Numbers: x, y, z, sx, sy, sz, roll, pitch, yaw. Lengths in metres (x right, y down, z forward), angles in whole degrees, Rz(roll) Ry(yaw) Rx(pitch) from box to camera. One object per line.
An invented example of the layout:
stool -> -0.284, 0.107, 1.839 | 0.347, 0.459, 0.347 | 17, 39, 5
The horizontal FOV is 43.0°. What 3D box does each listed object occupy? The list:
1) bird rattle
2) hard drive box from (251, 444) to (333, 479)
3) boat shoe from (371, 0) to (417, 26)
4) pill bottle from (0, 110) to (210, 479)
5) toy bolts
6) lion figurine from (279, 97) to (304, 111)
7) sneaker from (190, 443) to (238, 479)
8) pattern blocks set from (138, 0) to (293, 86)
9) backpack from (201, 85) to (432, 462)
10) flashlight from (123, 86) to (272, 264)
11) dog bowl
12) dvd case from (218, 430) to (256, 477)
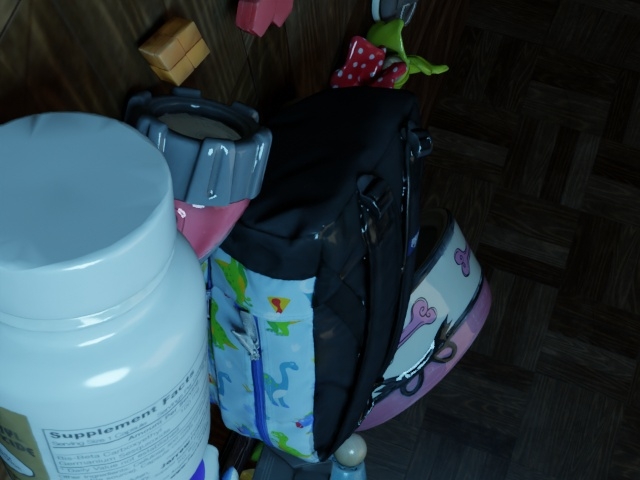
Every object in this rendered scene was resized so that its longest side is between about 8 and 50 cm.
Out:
bird rattle -> 0.087, -0.223, 1.252 | 0.207, 0.143, 0.253 | -58, 179, 40
hard drive box -> -0.058, 0.380, 0.911 | 0.181, 0.089, 0.232 | -66, 169, -74
boat shoe -> 0.140, -0.422, 1.235 | 0.324, 0.096, 0.117 | 83, 27, -70
pill bottle -> -0.127, 0.050, 0.442 | 0.229, 0.131, 0.131 | 98, 14, -48
toy bolts -> -0.030, 0.390, 1.445 | 0.218, 0.228, 0.159 | -38, 146, -61
lion figurine -> 0.000, 0.000, 1.044 | 0.240, 0.142, 0.392 | -92, -170, -74
sneaker -> -0.167, 0.322, 0.822 | 0.323, 0.130, 0.236 | 58, 43, -74
pattern blocks set -> -0.059, -0.241, 0.526 | 0.325, 0.026, 0.286 | -46, 155, -59
backpack -> -0.018, 0.056, 0.842 | 0.290, 0.273, 0.356 | -58, 144, -48
flashlight -> -0.118, 0.042, 0.613 | 0.103, 0.103, 0.304 | 53, -45, 47
dog bowl -> 0.101, 0.136, 1.320 | 0.408, 0.150, 0.408 | -43, -171, 8
dvd case -> -0.140, 0.355, 1.339 | 0.165, 0.018, 0.221 | 96, 16, -52
